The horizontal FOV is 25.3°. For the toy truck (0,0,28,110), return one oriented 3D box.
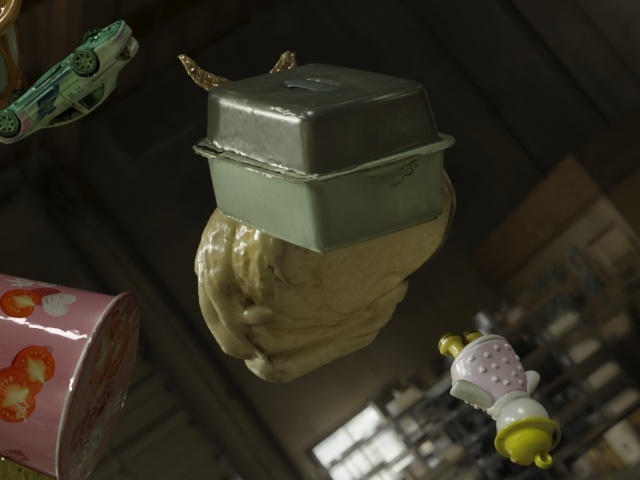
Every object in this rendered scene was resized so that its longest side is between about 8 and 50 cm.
[{"bbox_3d":[-0.502,-0.289,1.901,0.204,0.288,0.211,-9,-18,-19],"label":"toy truck"}]

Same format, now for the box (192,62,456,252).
[{"bbox_3d":[0.000,-0.104,1.668,0.220,0.166,0.290,-18,21,-29],"label":"box"}]

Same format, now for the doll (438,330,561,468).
[{"bbox_3d":[0.211,0.180,1.645,0.129,0.207,0.081,-2,-47,-32],"label":"doll"}]

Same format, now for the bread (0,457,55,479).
[{"bbox_3d":[-0.406,0.329,1.838,0.102,0.196,0.138,10,-87,-80],"label":"bread"}]

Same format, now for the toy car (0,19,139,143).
[{"bbox_3d":[-0.325,-0.192,1.821,0.224,0.076,0.090,-35,20,18],"label":"toy car"}]

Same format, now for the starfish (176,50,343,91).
[{"bbox_3d":[-0.076,-0.246,2.541,0.293,0.301,0.084,-33,-4,-36],"label":"starfish"}]

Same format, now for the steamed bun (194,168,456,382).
[{"bbox_3d":[-0.005,0.002,1.986,0.325,0.230,0.372,11,-62,-37],"label":"steamed bun"}]

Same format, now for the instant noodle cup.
[{"bbox_3d":[-0.359,0.145,1.673,0.243,0.231,0.243,16,-90,-82],"label":"instant noodle cup"}]
